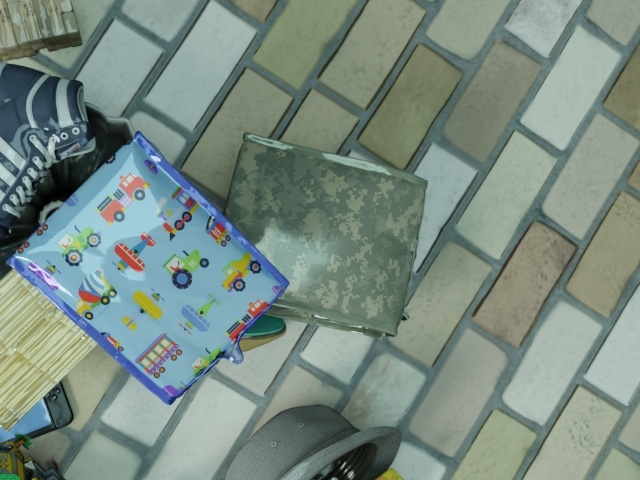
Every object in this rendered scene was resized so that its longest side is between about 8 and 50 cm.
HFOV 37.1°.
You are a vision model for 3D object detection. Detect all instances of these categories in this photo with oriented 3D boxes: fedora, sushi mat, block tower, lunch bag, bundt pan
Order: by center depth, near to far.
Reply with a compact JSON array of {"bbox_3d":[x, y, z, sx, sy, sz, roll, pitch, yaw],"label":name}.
[{"bbox_3d":[-0.199,0.049,1.198,0.293,0.138,0.221,45,84,-4],"label":"lunch bag"},{"bbox_3d":[-0.352,0.090,1.255,0.316,0.019,0.151,-45,94,-7],"label":"sushi mat"},{"bbox_3d":[-0.358,-0.026,1.329,0.330,0.124,0.331,0,89,-9],"label":"bundt pan"},{"bbox_3d":[-0.512,-0.286,1.331,0.335,0.097,0.091,-15,91,-10],"label":"block tower"},{"bbox_3d":[-0.030,0.319,1.347,0.275,0.244,0.124,-32,60,-23],"label":"fedora"},{"bbox_3d":[0.000,0.000,1.351,0.287,0.169,0.235,13,80,-5],"label":"lunch bag"}]

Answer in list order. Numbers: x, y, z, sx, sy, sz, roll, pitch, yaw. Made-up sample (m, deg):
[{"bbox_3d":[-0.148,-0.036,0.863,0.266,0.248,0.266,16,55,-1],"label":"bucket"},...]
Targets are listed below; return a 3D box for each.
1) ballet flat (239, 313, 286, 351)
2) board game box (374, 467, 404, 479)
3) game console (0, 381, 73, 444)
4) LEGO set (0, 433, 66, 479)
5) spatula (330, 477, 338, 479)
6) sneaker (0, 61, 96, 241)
[{"bbox_3d":[-0.167,0.133,1.382,0.232,0.080,0.073,5,126,-17],"label":"ballet flat"},{"bbox_3d":[0.010,0.429,1.332,0.259,0.124,0.039,-26,50,-29],"label":"board game box"},{"bbox_3d":[-0.435,0.228,1.331,0.144,0.085,0.124,-20,91,-8],"label":"game console"},{"bbox_3d":[-0.478,0.368,1.255,0.331,0.192,0.255,-38,124,1],"label":"LEGO set"},{"bbox_3d":[-0.027,0.436,1.335,0.019,0.168,0.242,38,88,27],"label":"spatula"},{"bbox_3d":[-0.375,-0.085,1.217,0.153,0.099,0.282,7,84,-6],"label":"sneaker"}]
